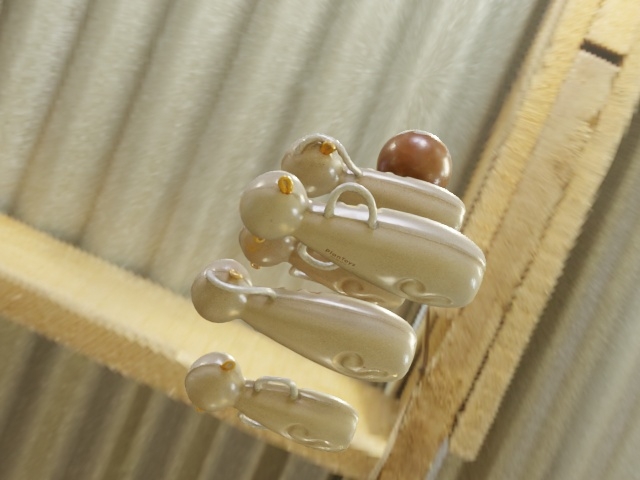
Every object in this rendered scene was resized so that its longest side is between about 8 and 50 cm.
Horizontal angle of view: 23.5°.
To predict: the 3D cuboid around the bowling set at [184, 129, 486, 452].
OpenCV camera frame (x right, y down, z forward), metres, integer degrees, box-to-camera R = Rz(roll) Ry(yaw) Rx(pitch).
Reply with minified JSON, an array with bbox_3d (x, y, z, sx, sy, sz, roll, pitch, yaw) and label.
[{"bbox_3d":[0.000,0.000,1.047,0.154,0.200,0.287,21,-40,-10],"label":"bowling set"}]
